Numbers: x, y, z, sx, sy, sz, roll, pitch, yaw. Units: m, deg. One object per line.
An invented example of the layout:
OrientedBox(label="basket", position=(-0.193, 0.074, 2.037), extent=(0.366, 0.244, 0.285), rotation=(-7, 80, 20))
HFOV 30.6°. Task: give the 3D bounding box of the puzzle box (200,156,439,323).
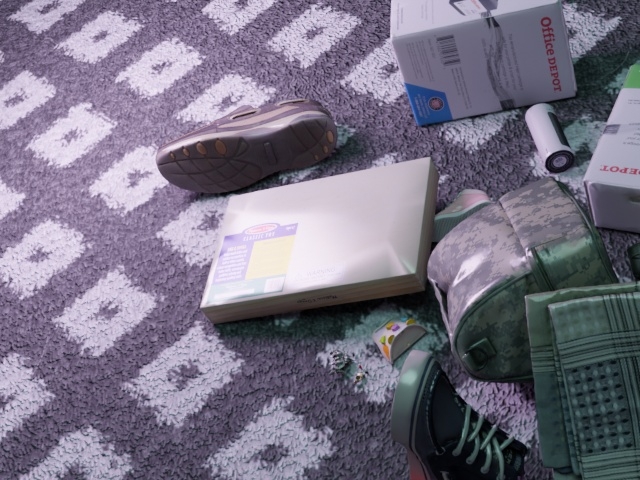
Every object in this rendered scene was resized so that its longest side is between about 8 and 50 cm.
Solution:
OrientedBox(label="puzzle box", position=(0.000, 0.000, 2.046), extent=(0.409, 0.052, 0.272), rotation=(-10, 46, 24))

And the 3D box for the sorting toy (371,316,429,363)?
OrientedBox(label="sorting toy", position=(0.119, 0.150, 1.904), extent=(0.083, 0.045, 0.075), rotation=(-39, 27, -16))

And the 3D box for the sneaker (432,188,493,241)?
OrientedBox(label="sneaker", position=(0.237, -0.046, 2.030), extent=(0.134, 0.051, 0.070), rotation=(-24, 28, 11))

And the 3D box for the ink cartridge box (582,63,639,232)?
OrientedBox(label="ink cartridge box", position=(0.580, -0.148, 1.927), extent=(0.211, 0.121, 0.289), rotation=(10, 54, 30))

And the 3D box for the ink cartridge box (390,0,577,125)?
OrientedBox(label="ink cartridge box", position=(0.304, -0.357, 2.168), extent=(0.307, 0.223, 0.129), rotation=(-9, 45, 14))

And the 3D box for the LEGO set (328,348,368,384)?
OrientedBox(label="LEGO set", position=(0.041, 0.198, 1.895), extent=(0.083, 0.023, 0.054), rotation=(15, 56, 33))

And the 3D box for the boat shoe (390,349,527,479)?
OrientedBox(label="boat shoe", position=(0.195, 0.258, 1.564), extent=(0.158, 0.340, 0.127), rotation=(13, 65, 19))

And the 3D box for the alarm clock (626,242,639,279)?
OrientedBox(label="alarm clock", position=(0.521, 0.024, 1.754), extent=(0.129, 0.192, 0.064), rotation=(-19, 74, 40))

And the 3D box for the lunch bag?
OrientedBox(label="lunch bag", position=(0.296, 0.067, 1.743), extent=(0.256, 0.212, 0.305), rotation=(-23, 22, 8))

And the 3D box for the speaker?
OrientedBox(label="speaker", position=(0.407, -0.183, 2.082), extent=(0.055, 0.055, 0.136), rotation=(-17, 44, 7))

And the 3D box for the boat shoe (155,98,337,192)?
OrientedBox(label="boat shoe", position=(-0.144, -0.190, 2.283), extent=(0.355, 0.132, 0.130), rotation=(-10, 35, 1))

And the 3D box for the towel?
OrientedBox(label="towel", position=(0.442, 0.205, 1.548), extent=(0.324, 0.312, 0.056), rotation=(-8, 12, 17))
